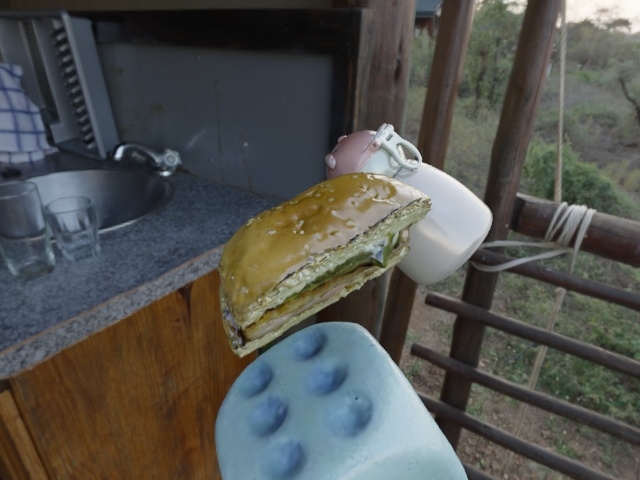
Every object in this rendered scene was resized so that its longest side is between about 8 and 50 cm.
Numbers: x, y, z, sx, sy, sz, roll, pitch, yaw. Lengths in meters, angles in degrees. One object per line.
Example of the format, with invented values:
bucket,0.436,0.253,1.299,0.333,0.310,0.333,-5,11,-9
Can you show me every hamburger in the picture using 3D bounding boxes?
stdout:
hamburger,0.000,0.000,0.463,0.262,0.124,0.131,-26,63,-29

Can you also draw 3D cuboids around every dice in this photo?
dice,0.025,0.302,0.617,0.264,0.263,0.268,-32,30,-6

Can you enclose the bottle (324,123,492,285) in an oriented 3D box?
bottle,0.108,-0.061,0.612,0.236,0.147,0.147,41,32,-2
